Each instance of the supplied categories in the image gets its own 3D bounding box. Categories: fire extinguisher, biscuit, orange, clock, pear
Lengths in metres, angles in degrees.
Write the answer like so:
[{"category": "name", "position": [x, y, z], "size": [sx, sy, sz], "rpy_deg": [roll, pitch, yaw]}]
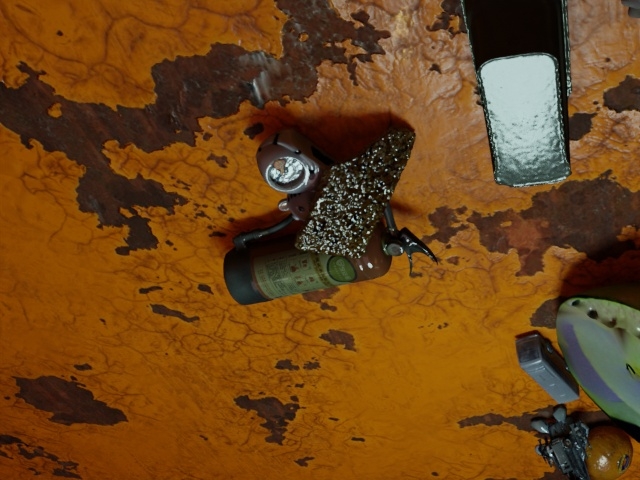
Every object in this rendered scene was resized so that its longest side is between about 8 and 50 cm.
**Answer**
[{"category": "fire extinguisher", "position": [0.000, 0.010, 1.419], "size": [0.375, 0.113, 0.200], "rpy_deg": [-12, 136, 23]}, {"category": "biscuit", "position": [0.055, -0.077, 1.272], "size": [0.131, 0.026, 0.237], "rpy_deg": [9, 118, -32]}, {"category": "orange", "position": [0.665, 0.499, 1.900], "size": [0.135, 0.136, 0.117], "rpy_deg": [36, 167, -30]}, {"category": "clock", "position": [-0.038, -0.096, 1.300], "size": [0.176, 0.080, 0.117], "rpy_deg": [34, 114, -28]}, {"category": "pear", "position": [0.631, 0.206, 1.447], "size": [0.399, 0.165, 0.399], "rpy_deg": [45, 159, 22]}]

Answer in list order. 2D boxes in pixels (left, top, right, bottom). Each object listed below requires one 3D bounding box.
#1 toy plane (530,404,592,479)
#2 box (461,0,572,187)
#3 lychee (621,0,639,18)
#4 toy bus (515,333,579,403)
[{"category": "toy plane", "position": [0.570, 0.510, 1.850], "size": [0.078, 0.247, 0.169], "rpy_deg": [6, 146, -31]}, {"category": "box", "position": [0.265, -0.216, 1.053], "size": [0.138, 0.178, 0.274], "rpy_deg": [-8, 139, 17]}, {"category": "lychee", "position": [0.446, -0.331, 0.738], "size": [0.380, 0.433, 0.380], "rpy_deg": [-1, 177, 0]}, {"category": "toy bus", "position": [0.474, 0.269, 1.688], "size": [0.064, 0.075, 0.190], "rpy_deg": [-23, 133, 33]}]
